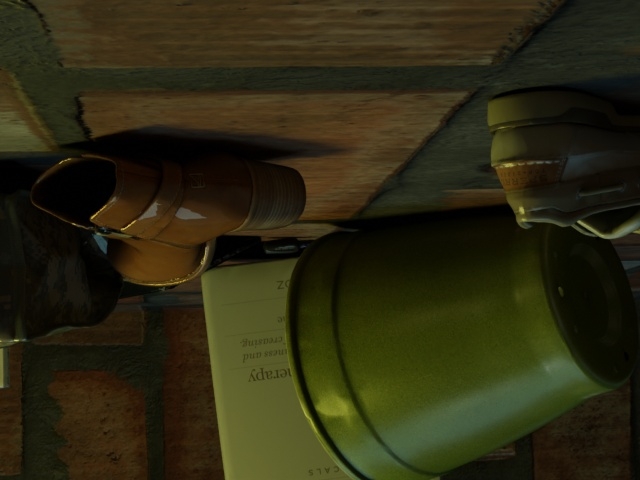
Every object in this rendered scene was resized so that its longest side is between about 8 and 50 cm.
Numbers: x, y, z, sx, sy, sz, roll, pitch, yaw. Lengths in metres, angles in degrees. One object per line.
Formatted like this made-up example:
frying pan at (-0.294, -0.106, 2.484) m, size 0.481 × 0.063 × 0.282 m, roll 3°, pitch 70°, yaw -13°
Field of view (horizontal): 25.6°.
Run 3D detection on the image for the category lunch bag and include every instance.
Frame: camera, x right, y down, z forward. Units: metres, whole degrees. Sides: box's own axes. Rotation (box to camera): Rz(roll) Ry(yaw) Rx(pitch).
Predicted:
lunch bag at (-0.358, 0.030, 1.463) m, size 0.235 × 0.169 × 0.287 m, roll -4°, pitch 179°, yaw 11°

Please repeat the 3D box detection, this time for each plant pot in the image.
plant pot at (0.206, 0.115, 1.828) m, size 0.353 × 0.367 × 0.366 m, roll -20°, pitch 165°, yaw 34°

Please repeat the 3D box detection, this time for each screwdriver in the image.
screwdriver at (0.000, 0.000, 2.066) m, size 0.169 × 0.025 × 0.024 m, roll -10°, pitch 175°, yaw -9°

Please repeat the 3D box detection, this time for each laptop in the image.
laptop at (-0.265, 0.008, 2.062) m, size 0.264 × 0.137 × 0.234 m, roll -28°, pitch -172°, yaw -29°

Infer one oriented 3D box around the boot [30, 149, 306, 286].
boot at (-0.179, -0.020, 1.335) m, size 0.220 × 0.109 × 0.283 m, roll 2°, pitch 171°, yaw -43°

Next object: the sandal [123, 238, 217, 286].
sandal at (-0.244, 0.008, 1.834) m, size 0.219 × 0.090 × 0.060 m, roll 4°, pitch 154°, yaw 14°

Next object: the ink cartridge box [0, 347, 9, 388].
ink cartridge box at (-0.526, 0.123, 2.145) m, size 0.097 × 0.207 × 0.046 m, roll -1°, pitch 174°, yaw 0°

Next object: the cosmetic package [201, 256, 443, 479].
cosmetic package at (-0.001, 0.225, 2.228) m, size 0.329 × 0.394 × 0.327 m, roll -7°, pitch 176°, yaw -3°

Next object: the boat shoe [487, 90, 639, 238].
boat shoe at (0.241, -0.052, 1.176) m, size 0.302 × 0.103 × 0.113 m, roll 4°, pitch 172°, yaw -45°
